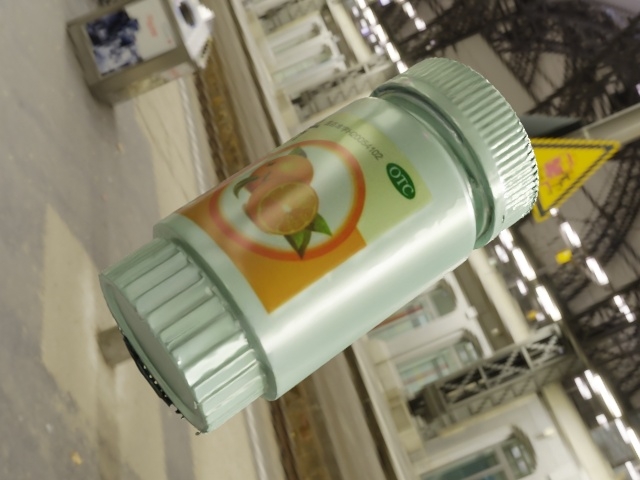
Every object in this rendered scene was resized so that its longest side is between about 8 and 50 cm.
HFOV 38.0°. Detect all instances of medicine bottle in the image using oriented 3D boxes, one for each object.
[{"bbox_3d":[0.000,0.000,0.711,0.158,0.318,0.158,45,-23,25],"label":"medicine bottle"}]
